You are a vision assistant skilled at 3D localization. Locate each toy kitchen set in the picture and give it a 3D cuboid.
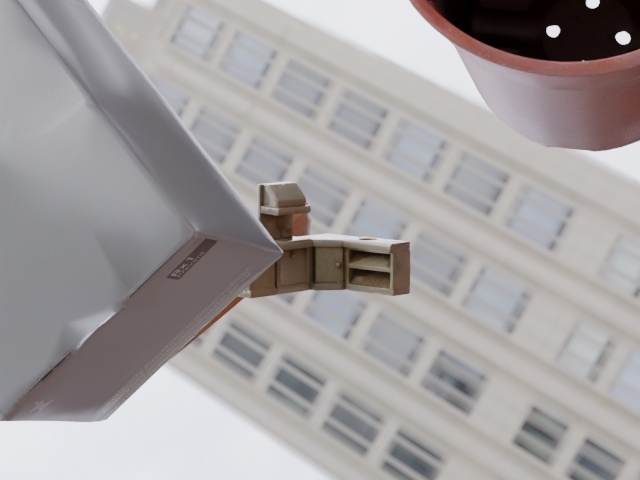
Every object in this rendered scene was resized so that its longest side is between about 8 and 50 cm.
[{"bbox_3d":[0.000,0.000,1.195,0.083,0.075,0.068,-7,-81,-45],"label":"toy kitchen set"}]

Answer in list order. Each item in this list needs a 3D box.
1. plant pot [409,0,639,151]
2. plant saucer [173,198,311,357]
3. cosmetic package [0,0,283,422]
[{"bbox_3d":[0.197,-0.202,1.460,0.272,0.272,0.265,-54,-18,-8],"label":"plant pot"},{"bbox_3d":[-0.080,0.039,1.637,0.200,0.037,0.200,-41,0,0],"label":"plant saucer"},{"bbox_3d":[-0.142,-0.044,0.878,0.127,0.238,0.107,-41,-16,14],"label":"cosmetic package"}]
